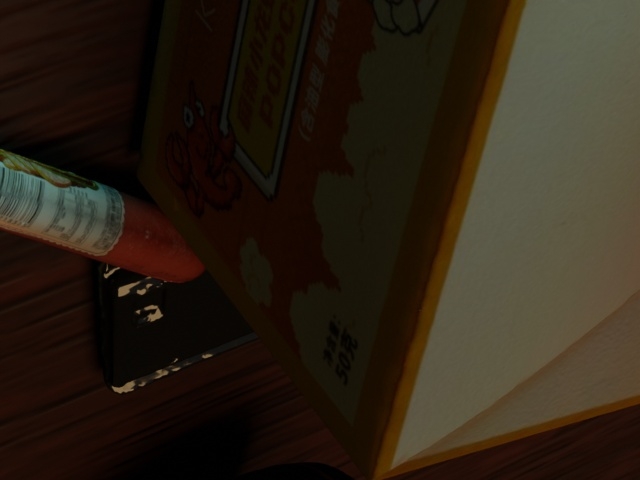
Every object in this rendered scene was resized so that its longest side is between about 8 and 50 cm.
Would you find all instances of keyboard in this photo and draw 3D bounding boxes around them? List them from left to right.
[{"bbox_3d":[0.000,0.000,0.901,0.230,0.025,0.093,-21,140,-24],"label":"keyboard"}]

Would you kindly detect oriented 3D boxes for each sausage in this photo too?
[{"bbox_3d":[-0.128,-0.020,0.750,0.253,0.034,0.034,21,112,-45],"label":"sausage"}]

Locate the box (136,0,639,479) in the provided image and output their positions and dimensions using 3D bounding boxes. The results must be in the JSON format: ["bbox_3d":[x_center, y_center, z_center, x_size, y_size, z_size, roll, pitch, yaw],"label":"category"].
[{"bbox_3d":[0.098,-0.102,0.731,0.260,0.214,0.283,-11,133,-29],"label":"box"}]

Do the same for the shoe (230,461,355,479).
[{"bbox_3d":[-0.125,0.263,0.933,0.237,0.171,0.384,4,132,-48],"label":"shoe"}]
